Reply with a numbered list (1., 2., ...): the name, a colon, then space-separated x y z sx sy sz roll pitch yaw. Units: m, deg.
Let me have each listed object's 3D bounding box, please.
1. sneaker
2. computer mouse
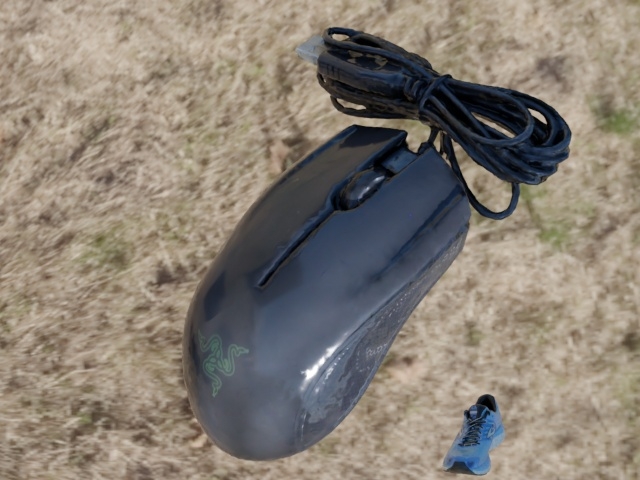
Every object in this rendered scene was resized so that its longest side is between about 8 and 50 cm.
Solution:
1. sneaker: 0.199 0.254 1.394 0.162 0.063 0.073 -41 128 -62
2. computer mouse: 0.000 0.000 0.617 0.272 0.188 0.072 -58 147 -3
